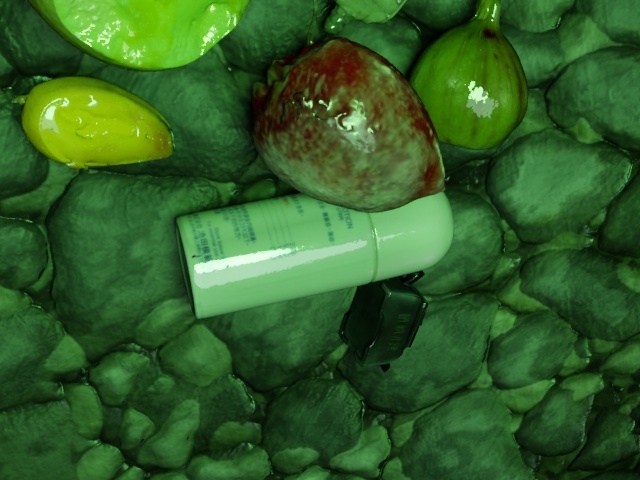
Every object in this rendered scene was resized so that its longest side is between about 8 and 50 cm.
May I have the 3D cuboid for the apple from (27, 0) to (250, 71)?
[{"bbox_3d":[-0.168,-0.280,0.905,0.246,0.246,0.226,-26,122,-4],"label":"apple"}]

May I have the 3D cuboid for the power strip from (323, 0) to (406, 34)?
[{"bbox_3d":[0.128,-0.386,1.055,0.092,0.066,0.387,34,100,-31],"label":"power strip"}]

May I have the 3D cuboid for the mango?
[{"bbox_3d":[-0.251,-0.130,1.065,0.187,0.066,0.101,8,106,-27],"label":"mango"}]

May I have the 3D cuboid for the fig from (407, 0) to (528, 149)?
[{"bbox_3d":[0.188,-0.198,1.122,0.142,0.148,0.186,32,126,13],"label":"fig"}]

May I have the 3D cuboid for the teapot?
[{"bbox_3d":[0.098,0.101,1.285,0.096,0.087,0.177,6,114,-26],"label":"teapot"}]

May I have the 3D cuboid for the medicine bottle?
[{"bbox_3d":[0.000,0.000,1.173,0.341,0.130,0.130,-12,120,-12],"label":"medicine bottle"}]

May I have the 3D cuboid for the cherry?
[{"bbox_3d":[0.038,-0.122,1.075,0.250,0.175,0.192,32,136,-11],"label":"cherry"}]
